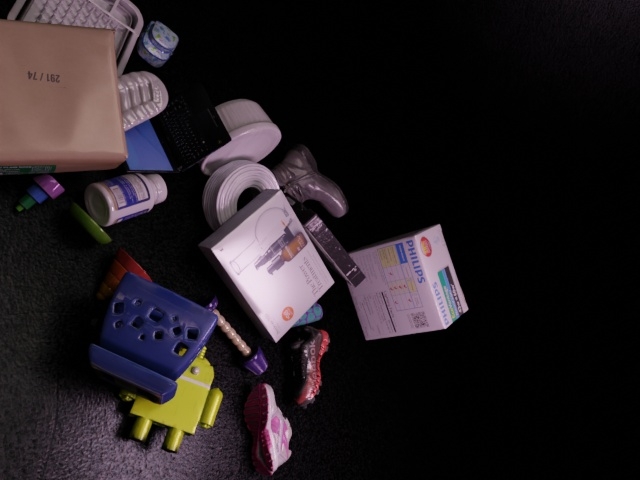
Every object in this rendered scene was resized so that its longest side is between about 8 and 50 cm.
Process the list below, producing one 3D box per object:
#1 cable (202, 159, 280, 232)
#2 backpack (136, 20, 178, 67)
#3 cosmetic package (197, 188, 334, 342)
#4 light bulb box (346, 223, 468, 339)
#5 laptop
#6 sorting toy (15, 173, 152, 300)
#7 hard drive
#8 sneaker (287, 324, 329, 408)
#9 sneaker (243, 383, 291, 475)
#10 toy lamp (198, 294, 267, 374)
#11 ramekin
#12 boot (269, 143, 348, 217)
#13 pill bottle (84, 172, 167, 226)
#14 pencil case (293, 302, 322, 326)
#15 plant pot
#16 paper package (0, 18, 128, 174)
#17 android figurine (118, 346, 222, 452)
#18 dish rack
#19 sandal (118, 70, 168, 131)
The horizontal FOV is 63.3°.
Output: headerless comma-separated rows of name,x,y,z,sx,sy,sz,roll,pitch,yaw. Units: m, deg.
cable,-0.237,-0.117,1.604,0.257,0.089,0.257,-25,120,-38
backpack,-0.490,-0.589,1.555,0.105,0.084,0.114,34,56,-34
cosmetic package,-0.151,0.076,1.583,0.284,0.097,0.377,-43,120,-24
light bulb box,0.314,0.163,1.984,0.225,0.361,0.358,-20,92,-50
laptop,-0.421,-0.317,1.416,0.234,0.264,0.136,60,4,20
sorting toy,-0.574,0.011,1.244,0.126,0.127,0.366,-46,113,-18
hard drive,0.000,0.000,1.769,0.064,0.237,0.339,-44,127,-5
sneaker,-0.056,0.396,1.679,0.135,0.097,0.276,40,47,-33
sneaker,-0.148,0.544,1.525,0.111,0.102,0.253,0,83,-53
toy lamp,-0.251,0.282,1.513,0.275,0.080,0.080,56,42,-18
ramekin,-0.266,-0.316,1.582,0.272,0.272,0.127,-19,77,-50
boot,-0.057,-0.164,1.897,0.338,0.118,0.223,48,52,-17
pill bottle,-0.499,-0.115,1.346,0.186,0.112,0.112,-29,99,-50
pencil case,-0.062,0.249,1.751,0.151,0.064,0.070,-3,81,-50
plant pot,-0.395,0.241,1.201,0.235,0.236,0.212,26,62,-6
paper package,-0.614,-0.306,1.144,0.324,0.168,0.310,-6,87,-30
android figurine,-0.371,0.382,1.313,0.248,0.056,0.273,27,56,-15
dish rack,-0.646,-0.569,1.377,0.285,0.072,0.333,33,53,-38
sandal,-0.585,-0.312,1.317,0.416,0.102,0.170,-24,94,-31
